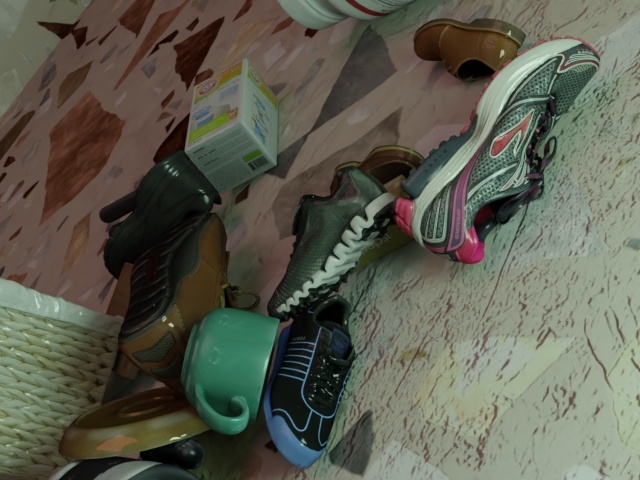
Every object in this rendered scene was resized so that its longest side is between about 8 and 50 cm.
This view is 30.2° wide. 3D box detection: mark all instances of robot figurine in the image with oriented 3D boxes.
[{"bbox_3d":[-0.221,0.338,1.369,0.209,0.173,0.278,-17,6,-38],"label":"robot figurine"}]

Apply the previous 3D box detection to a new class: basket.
[{"bbox_3d":[-0.522,0.195,1.762,0.328,0.331,0.266,-5,67,53],"label":"basket"}]

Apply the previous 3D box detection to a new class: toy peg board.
[{"bbox_3d":[-0.263,0.129,1.805,0.161,0.079,0.161,10,79,59],"label":"toy peg board"}]

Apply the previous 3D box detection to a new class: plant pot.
[{"bbox_3d":[-0.215,0.219,1.488,0.236,0.032,0.236,-13,5,1],"label":"plant pot"}]

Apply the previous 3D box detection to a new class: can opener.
[{"bbox_3d":[-0.269,-0.076,2.075,0.283,0.076,0.095,-22,6,42],"label":"can opener"}]

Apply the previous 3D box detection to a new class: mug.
[{"bbox_3d":[-0.109,0.145,1.384,0.158,0.097,0.129,-57,-20,-87],"label":"mug"}]

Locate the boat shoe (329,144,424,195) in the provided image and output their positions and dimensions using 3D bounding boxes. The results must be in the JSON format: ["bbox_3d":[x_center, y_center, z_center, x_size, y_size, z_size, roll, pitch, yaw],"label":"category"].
[{"bbox_3d":[0.073,-0.078,1.567,0.178,0.064,0.060,-18,46,55],"label":"boat shoe"}]

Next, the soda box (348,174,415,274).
[{"bbox_3d":[0.051,-0.009,1.513,0.181,0.058,0.061,-29,34,33],"label":"soda box"}]

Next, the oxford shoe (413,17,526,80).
[{"bbox_3d":[0.185,-0.254,1.609,0.212,0.076,0.076,14,80,61],"label":"oxford shoe"}]

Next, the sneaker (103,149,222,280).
[{"bbox_3d":[-0.254,-0.010,1.905,0.109,0.130,0.286,-43,-9,-47],"label":"sneaker"}]

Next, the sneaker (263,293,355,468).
[{"bbox_3d":[-0.006,0.153,1.371,0.090,0.081,0.232,-43,26,28],"label":"sneaker"}]

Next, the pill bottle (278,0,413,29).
[{"bbox_3d":[0.112,-0.480,1.819,0.407,0.229,0.229,-21,39,42],"label":"pill bottle"}]

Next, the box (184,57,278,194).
[{"bbox_3d":[-0.143,-0.191,1.952,0.114,0.103,0.203,-26,34,20],"label":"box"}]

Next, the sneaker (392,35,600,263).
[{"bbox_3d":[0.219,-0.100,1.346,0.112,0.121,0.299,37,86,33],"label":"sneaker"}]

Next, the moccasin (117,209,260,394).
[{"bbox_3d":[-0.172,0.076,1.613,0.139,0.147,0.380,-33,21,9],"label":"moccasin"}]

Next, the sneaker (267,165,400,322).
[{"bbox_3d":[0.000,0.000,1.456,0.106,0.078,0.234,51,117,18],"label":"sneaker"}]
